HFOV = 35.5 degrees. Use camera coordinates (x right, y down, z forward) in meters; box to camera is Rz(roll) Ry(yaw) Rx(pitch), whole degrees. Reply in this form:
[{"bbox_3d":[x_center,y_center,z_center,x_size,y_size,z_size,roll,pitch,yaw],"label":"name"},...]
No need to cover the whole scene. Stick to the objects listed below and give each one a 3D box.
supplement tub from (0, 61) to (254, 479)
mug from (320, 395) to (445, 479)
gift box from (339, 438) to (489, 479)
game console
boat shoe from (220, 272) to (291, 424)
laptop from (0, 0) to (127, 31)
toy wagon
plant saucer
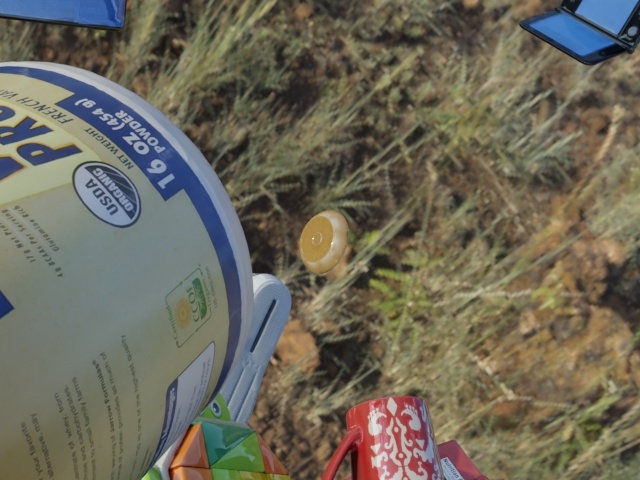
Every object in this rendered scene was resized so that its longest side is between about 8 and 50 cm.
[{"bbox_3d":[-0.191,0.063,0.444,0.228,0.228,0.316,46,32,-1],"label":"supplement tub"},{"bbox_3d":[0.074,0.255,1.055,0.150,0.113,0.169,28,47,-50],"label":"mug"},{"bbox_3d":[0.118,0.462,1.364,0.276,0.258,0.255,-14,34,-13],"label":"gift box"},{"bbox_3d":[0.318,-0.269,1.182,0.071,0.107,0.122,9,27,-46],"label":"game console"},{"bbox_3d":[-0.139,0.182,1.376,0.109,0.094,0.302,37,76,-34],"label":"boat shoe"},{"bbox_3d":[-0.170,-0.370,0.715,0.382,0.408,0.236,-13,77,-61],"label":"laptop"},{"bbox_3d":[-0.104,0.277,1.023,0.267,0.068,0.344,26,44,-56],"label":"toy wagon"},{"bbox_3d":[0.000,0.000,1.249,0.015,0.083,0.083,20,48,-43],"label":"plant saucer"}]
